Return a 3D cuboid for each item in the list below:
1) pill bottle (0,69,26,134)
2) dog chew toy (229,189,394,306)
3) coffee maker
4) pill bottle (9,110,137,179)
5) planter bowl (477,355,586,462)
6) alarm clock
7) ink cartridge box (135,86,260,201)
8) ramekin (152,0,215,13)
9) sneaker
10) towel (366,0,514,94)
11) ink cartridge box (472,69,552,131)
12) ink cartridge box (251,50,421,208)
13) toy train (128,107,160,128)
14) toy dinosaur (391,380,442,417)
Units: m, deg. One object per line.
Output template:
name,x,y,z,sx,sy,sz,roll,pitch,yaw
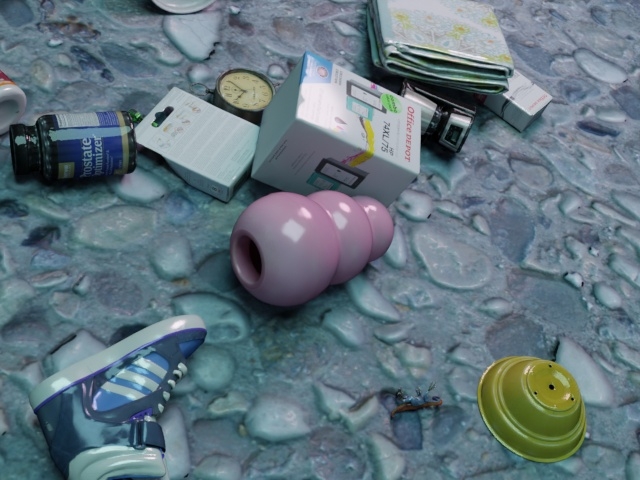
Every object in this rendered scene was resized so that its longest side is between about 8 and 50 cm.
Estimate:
pill bottle,-0.675,-0.305,1.761,0.221,0.121,0.121,42,53,15
dog chew toy,0.000,0.000,1.709,0.332,0.206,0.206,-14,59,-37
coffee maker,0.251,-0.285,2.052,0.178,0.120,0.171,23,49,-1
pill bottle,-0.463,-0.177,1.731,0.219,0.122,0.122,-7,56,-22
planter bowl,0.404,0.285,1.683,0.217,0.090,0.217,9,51,-12
alarm clock,-0.181,-0.306,1.961,0.192,0.064,0.129,10,52,-14
ink cartridge box,-0.241,-0.196,1.871,0.232,0.066,0.189,23,50,11
ramekin,-0.312,-0.629,2.082,0.207,0.207,0.109,-9,49,-24
sneaker,-0.271,0.276,1.458,0.323,0.130,0.236,-24,74,-37
towel,0.275,-0.481,2.186,0.321,0.090,0.374,10,39,-9
ink cartridge box,0.457,-0.341,2.198,0.150,0.063,0.109,40,51,14
ink cartridge box,0.035,-0.196,1.828,0.270,0.197,0.198,22,49,-19
toy train,-0.356,-0.242,1.880,0.083,0.023,0.017,31,51,7
toy dinosaur,0.175,0.288,1.651,0.082,0.047,0.090,27,83,-8
